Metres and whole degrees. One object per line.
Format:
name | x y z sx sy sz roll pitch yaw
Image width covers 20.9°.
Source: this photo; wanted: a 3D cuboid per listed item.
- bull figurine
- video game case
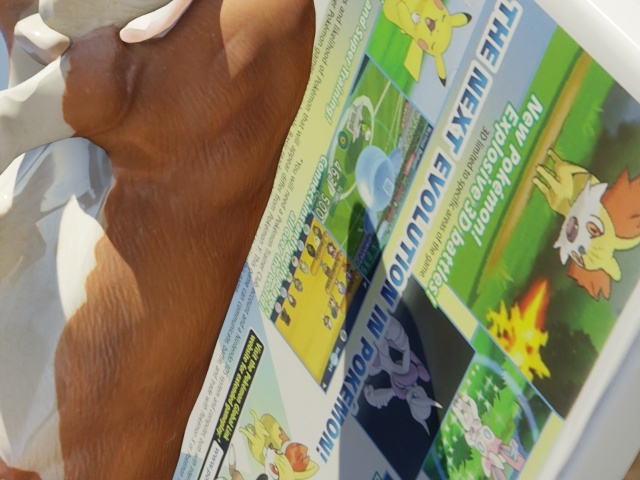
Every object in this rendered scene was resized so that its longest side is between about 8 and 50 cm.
bull figurine | -0.092 0.042 0.522 0.188 0.101 0.310 4 -77 -60
video game case | 0.000 0.000 0.632 0.300 0.036 0.329 52 137 34
